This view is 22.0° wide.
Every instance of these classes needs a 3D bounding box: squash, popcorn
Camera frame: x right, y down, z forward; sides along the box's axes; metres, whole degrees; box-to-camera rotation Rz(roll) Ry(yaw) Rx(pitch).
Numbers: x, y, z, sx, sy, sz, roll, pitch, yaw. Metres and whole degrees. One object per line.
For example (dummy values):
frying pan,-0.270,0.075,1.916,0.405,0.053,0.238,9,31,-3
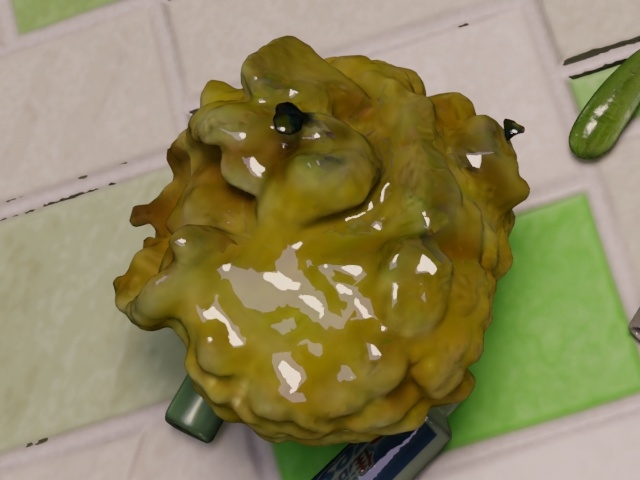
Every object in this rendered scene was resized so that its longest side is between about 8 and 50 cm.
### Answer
squash,0.170,-0.082,0.925,0.027,0.027,0.089,34,79,22
popcorn,0.000,-0.001,0.843,0.189,0.169,0.218,20,52,-7

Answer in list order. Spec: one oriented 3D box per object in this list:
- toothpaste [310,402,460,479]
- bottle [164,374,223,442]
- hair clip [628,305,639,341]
toothpaste,0.007,0.143,0.876,0.197,0.035,0.057,-45,51,-4
bottle,-0.055,0.070,0.917,0.030,0.030,0.083,24,76,20
hair clip,0.265,0.068,0.830,0.218,0.071,0.159,40,81,18
